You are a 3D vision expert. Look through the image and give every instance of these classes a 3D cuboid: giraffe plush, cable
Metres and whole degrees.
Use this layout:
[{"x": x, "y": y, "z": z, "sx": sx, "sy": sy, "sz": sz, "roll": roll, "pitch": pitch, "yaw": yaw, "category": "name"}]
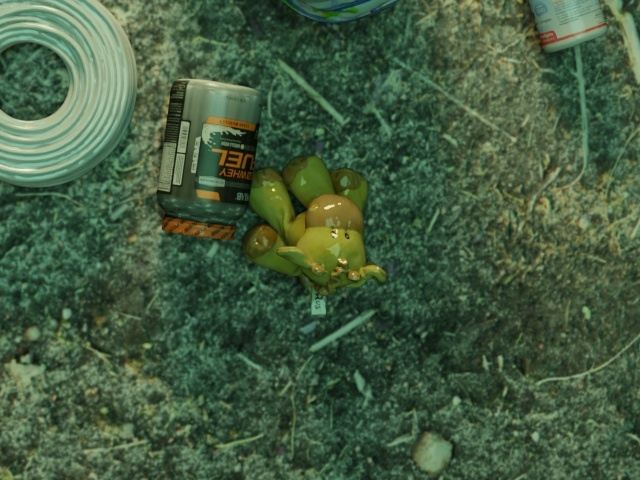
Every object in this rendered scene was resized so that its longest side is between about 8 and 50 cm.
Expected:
[{"x": 0.000, "y": 0.000, "z": 1.648, "sx": 0.181, "sy": 0.170, "sz": 0.210, "roll": -16, "pitch": 96, "yaw": -9, "category": "giraffe plush"}, {"x": -0.352, "y": -0.194, "z": 1.617, "sx": 0.257, "sy": 0.089, "sz": 0.257, "roll": -32, "pitch": 98, "yaw": -7, "category": "cable"}]

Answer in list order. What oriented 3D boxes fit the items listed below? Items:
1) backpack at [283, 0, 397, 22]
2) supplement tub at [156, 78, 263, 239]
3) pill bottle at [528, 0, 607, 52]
[{"x": -0.007, "y": -0.433, "z": 1.596, "sx": 0.290, "sy": 0.273, "sz": 0.355, "roll": -23, "pitch": 111, "yaw": 1, "category": "backpack"}, {"x": -0.140, "y": -0.100, "z": 1.646, "sx": 0.117, "sy": 0.117, "sz": 0.190, "roll": 7, "pitch": 93, "yaw": -10, "category": "supplement tub"}, {"x": 0.310, "y": -0.332, "z": 1.724, "sx": 0.087, "sy": 0.087, "sz": 0.160, "roll": -20, "pitch": 96, "yaw": -8, "category": "pill bottle"}]
